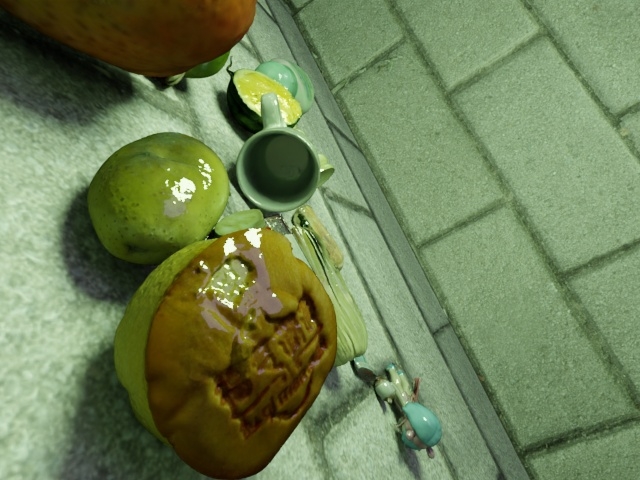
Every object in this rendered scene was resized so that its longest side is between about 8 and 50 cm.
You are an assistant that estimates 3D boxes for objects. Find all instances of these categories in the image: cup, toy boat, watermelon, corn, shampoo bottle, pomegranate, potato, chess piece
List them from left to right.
[{"bbox_3d":[-0.216,-0.062,0.571,0.248,0.170,0.143,-85,-176,-56],"label":"potato"},{"bbox_3d":[-0.298,-0.423,0.887,0.179,0.210,0.179,42,-6,6],"label":"pomegranate"},{"bbox_3d":[-0.122,0.002,0.626,0.185,0.089,0.071,-46,147,-53],"label":"toy boat"},{"bbox_3d":[-0.172,-0.369,1.137,0.232,0.127,0.203,21,47,-24],"label":"watermelon"},{"bbox_3d":[-0.097,-0.225,0.998,0.234,0.187,0.257,-88,171,-68],"label":"cup"},{"bbox_3d":[-0.136,-0.548,1.466,0.221,0.152,0.349,63,17,-11],"label":"shampoo bottle"},{"bbox_3d":[-0.083,-0.276,1.254,0.251,0.145,0.144,56,18,8],"label":"chess piece"},{"bbox_3d":[-0.007,0.116,0.867,0.305,0.123,0.122,60,20,2],"label":"corn"},{"bbox_3d":[0.097,0.288,1.040,0.096,0.034,0.122,45,15,-37],"label":"toy boat"}]

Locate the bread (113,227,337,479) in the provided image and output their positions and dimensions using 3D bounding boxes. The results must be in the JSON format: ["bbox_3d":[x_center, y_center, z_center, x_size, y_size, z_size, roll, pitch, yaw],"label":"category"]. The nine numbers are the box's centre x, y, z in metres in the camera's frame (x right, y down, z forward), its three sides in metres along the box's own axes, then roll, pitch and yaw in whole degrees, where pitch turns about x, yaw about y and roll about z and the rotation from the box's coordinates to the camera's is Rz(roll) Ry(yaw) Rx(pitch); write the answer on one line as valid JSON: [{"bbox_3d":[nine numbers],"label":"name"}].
[{"bbox_3d":[-0.095,0.122,0.487,0.270,0.148,0.269,7,81,-48],"label":"bread"}]

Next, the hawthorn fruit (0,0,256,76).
[{"bbox_3d":[-0.281,-0.484,0.565,0.471,0.472,0.471,50,21,-28],"label":"hawthorn fruit"}]

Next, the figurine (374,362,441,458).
[{"bbox_3d":[0.221,0.407,1.059,0.205,0.103,0.260,54,10,-23],"label":"figurine"}]

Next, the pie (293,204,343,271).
[{"bbox_3d":[0.003,-0.002,1.174,0.218,0.052,0.185,62,20,10],"label":"pie"}]

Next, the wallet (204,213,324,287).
[{"bbox_3d":[-0.103,0.071,0.712,0.262,0.071,0.220,-23,80,-54],"label":"wallet"}]
